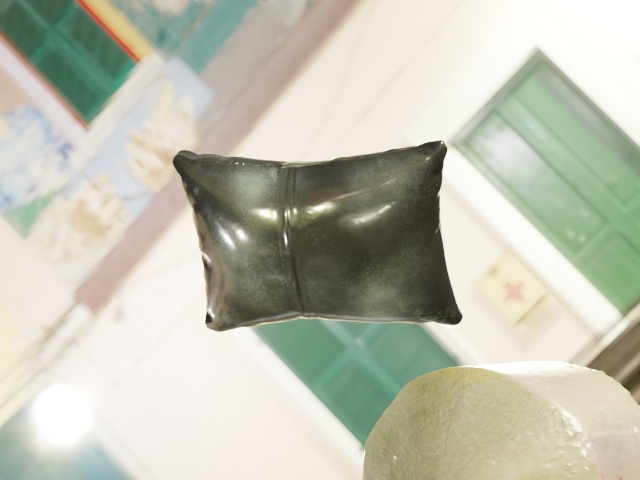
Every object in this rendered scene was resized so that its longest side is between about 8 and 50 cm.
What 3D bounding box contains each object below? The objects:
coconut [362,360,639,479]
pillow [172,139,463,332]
[{"bbox_3d":[0.076,0.108,0.644,0.116,0.116,0.122,-47,-24,22],"label":"coconut"},{"bbox_3d":[0.000,0.000,1.424,0.250,0.186,0.106,-2,27,15],"label":"pillow"}]
